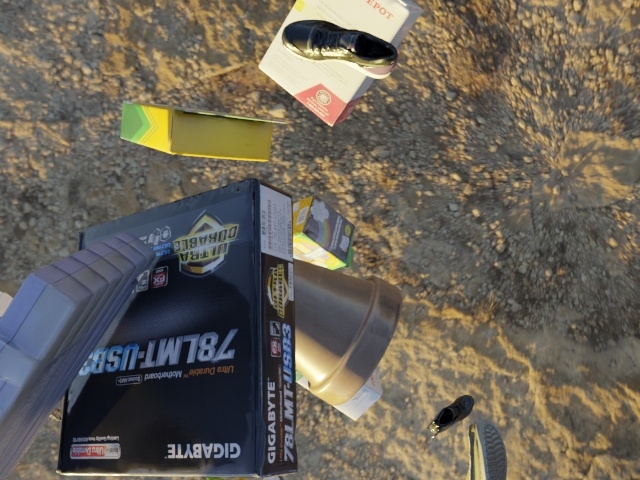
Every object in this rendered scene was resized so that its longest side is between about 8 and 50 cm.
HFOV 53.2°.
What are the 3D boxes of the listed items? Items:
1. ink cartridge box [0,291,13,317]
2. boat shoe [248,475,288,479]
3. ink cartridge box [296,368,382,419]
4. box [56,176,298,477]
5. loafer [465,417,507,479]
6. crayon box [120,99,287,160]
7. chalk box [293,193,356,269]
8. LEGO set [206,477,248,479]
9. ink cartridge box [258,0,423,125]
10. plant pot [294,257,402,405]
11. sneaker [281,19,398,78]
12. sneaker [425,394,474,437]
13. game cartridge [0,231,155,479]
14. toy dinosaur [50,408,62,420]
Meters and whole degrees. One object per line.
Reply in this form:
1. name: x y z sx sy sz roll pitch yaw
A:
1. ink cartridge box: -0.610 0.151 1.187 0.123 0.088 0.052 -19 46 20
2. boat shoe: -0.173 0.478 1.338 0.113 0.103 0.302 -33 98 32
3. ink cartridge box: 0.025 0.356 1.856 0.289 0.211 0.121 37 106 -16
4. box: -0.162 0.106 0.708 0.296 0.073 0.293 -11 69 32
5. loafer: 0.318 0.483 1.274 0.087 0.094 0.251 -15 71 39
6. crayon box: -0.235 -0.212 1.236 0.323 0.203 0.083 21 107 53
7. chalk box: 0.000 0.000 1.714 0.132 0.213 0.132 -20 43 43
8. LEGO set: -0.172 0.295 0.788 0.132 0.107 0.286 -9 91 16
9. ink cartridge box: 0.055 -0.562 1.777 0.279 0.160 0.384 41 119 5
10. plant pot: -0.007 0.149 1.227 0.229 0.263 0.263 31 107 -10
11. sneaker: 0.048 -0.472 1.509 0.284 0.124 0.107 13 91 -1
12. sneaker: 0.331 0.441 1.615 0.170 0.089 0.051 -32 68 -17
13. game cartridge: -0.301 0.158 0.611 0.068 0.230 0.355 35 98 0
14. toy dinosaur: -0.566 0.280 1.225 0.053 0.093 0.183 -33 84 25
